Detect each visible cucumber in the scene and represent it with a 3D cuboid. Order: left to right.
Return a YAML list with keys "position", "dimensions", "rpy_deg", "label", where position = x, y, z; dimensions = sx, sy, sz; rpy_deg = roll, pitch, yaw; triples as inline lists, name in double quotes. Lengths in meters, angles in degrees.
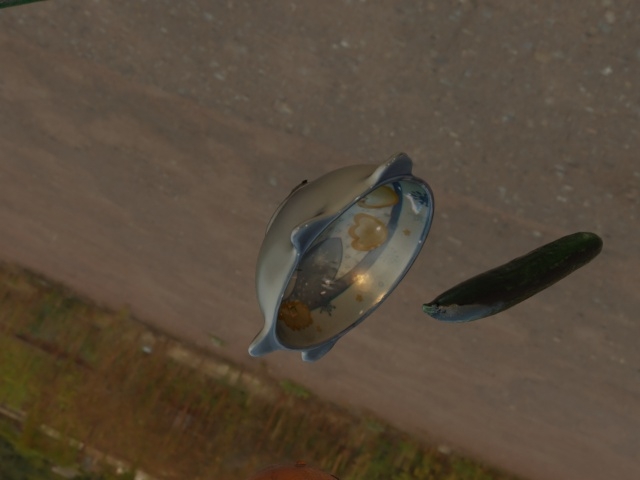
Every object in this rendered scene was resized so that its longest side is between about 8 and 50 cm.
- position: [0.238, 0.046, 1.196]
  dimensions: [0.056, 0.284, 0.056]
  rpy_deg: [34, 134, 44]
  label: "cucumber"

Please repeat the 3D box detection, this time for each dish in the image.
- position: [0.000, 0.000, 0.943]
  dimensions: [0.086, 0.236, 0.228]
  rpy_deg: [41, -165, 28]
  label: "dish"

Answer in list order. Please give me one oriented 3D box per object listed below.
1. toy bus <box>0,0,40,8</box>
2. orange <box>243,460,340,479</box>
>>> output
- position: [-0.239, -0.291, 0.839]
  dimensions: [0.199, 0.343, 0.183]
  rpy_deg: [-2, 107, 35]
  label: "toy bus"
- position: [-0.028, 0.471, 1.497]
  dimensions: [0.284, 0.226, 0.284]
  rpy_deg: [35, -163, -12]
  label: "orange"
